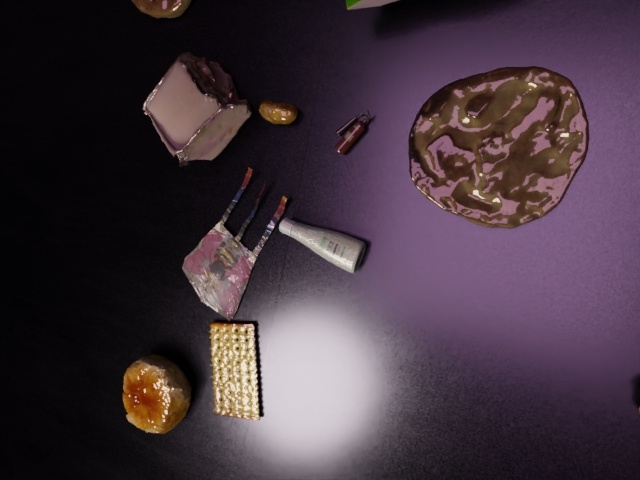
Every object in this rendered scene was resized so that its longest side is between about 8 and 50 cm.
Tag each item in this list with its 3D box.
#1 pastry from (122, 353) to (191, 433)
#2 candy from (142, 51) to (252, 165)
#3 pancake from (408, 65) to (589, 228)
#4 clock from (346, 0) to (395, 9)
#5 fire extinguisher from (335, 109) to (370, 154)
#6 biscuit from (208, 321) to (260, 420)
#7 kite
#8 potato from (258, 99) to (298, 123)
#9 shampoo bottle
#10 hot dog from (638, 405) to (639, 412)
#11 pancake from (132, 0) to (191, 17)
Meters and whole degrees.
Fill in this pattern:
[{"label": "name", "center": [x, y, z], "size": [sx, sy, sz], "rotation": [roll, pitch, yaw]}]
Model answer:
[{"label": "pastry", "center": [-0.415, 0.390, 1.081], "size": [0.182, 0.093, 0.193], "rotation": [18, 105, 22]}, {"label": "candy", "center": [-0.271, -0.287, 0.950], "size": [0.195, 0.137, 0.185], "rotation": [-42, 76, 23]}, {"label": "pancake", "center": [0.296, -0.160, 0.738], "size": [0.294, 0.049, 0.295], "rotation": [1, 93, 22]}, {"label": "clock", "center": [0.166, -0.537, 0.707], "size": [0.309, 0.166, 0.235], "rotation": [-5, 98, 20]}, {"label": "fire extinguisher", "center": [0.064, -0.225, 0.860], "size": [0.100, 0.032, 0.046], "rotation": [-48, 40, 20]}, {"label": "biscuit", "center": [-0.208, 0.311, 1.021], "size": [0.139, 0.016, 0.232], "rotation": [-3, 92, 25]}, {"label": "kite", "center": [-0.202, 0.013, 1.000], "size": [0.204, 0.022, 0.360], "rotation": [43, 113, 17]}, {"label": "potato", "center": [-0.092, -0.275, 0.917], "size": [0.092, 0.046, 0.045], "rotation": [15, 57, 15]}, {"label": "shampoo bottle", "center": [0.000, 0.000, 0.891], "size": [0.190, 0.041, 0.069], "rotation": [25, 108, 22]}, {"label": "hot dog", "center": [0.610, 0.285, 0.605], "size": [0.268, 0.072, 0.115], "rotation": [18, 108, 23]}, {"label": "pancake", "center": [-0.386, -0.665, 1.029], "size": [0.241, 0.050, 0.242], "rotation": [1, 93, 18]}]
